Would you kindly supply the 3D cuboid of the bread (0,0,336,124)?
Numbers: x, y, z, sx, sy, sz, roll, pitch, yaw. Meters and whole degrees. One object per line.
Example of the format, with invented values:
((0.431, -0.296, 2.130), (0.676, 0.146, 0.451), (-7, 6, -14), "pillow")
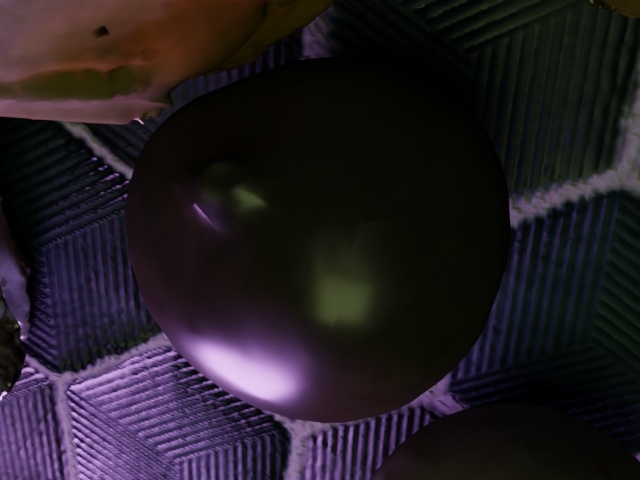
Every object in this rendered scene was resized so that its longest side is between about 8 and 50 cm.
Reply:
((-0.066, -0.188, 0.348), (0.388, 0.183, 0.236), (-25, 89, 36), "bread")

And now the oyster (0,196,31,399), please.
((-0.269, -0.037, 0.512), (0.162, 0.158, 0.351), (-19, 131, -12), "oyster")

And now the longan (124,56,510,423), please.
((0.000, 0.000, 0.431), (0.189, 0.189, 0.189), (7, 120, 13), "longan")

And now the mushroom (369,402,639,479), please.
((0.121, 0.194, 0.499), (0.209, 0.206, 0.206), (11, 123, -14), "mushroom")

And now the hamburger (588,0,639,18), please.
((0.146, -0.131, 0.387), (0.083, 0.044, 0.076), (-20, 111, 22), "hamburger")
